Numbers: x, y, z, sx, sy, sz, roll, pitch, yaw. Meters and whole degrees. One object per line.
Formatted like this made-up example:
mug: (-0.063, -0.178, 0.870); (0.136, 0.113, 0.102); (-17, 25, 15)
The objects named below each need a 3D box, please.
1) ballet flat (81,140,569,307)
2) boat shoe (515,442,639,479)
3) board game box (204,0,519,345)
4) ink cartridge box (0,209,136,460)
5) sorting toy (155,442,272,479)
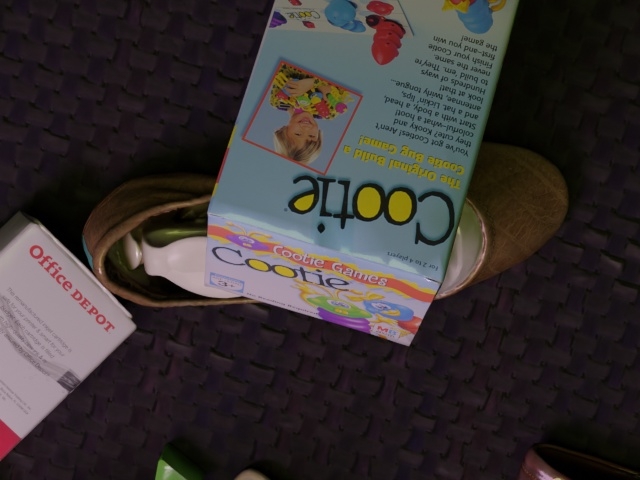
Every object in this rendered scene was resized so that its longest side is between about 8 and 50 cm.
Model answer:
ballet flat: (0.000, 0.000, 1.202); (0.342, 0.124, 0.116); (-1, 109, 5)
boat shoe: (0.240, 0.200, 1.266); (0.207, 0.073, 0.073); (13, 109, 1)
board game box: (0.034, -0.097, 1.092); (0.144, 0.142, 0.275); (17, 71, 1)
ink cartridge box: (-0.223, 0.069, 1.245); (0.150, 0.063, 0.109); (-45, 109, -7)
sorting toy: (-0.042, 0.297, 1.335); (0.347, 0.047, 0.196); (38, 106, -7)
